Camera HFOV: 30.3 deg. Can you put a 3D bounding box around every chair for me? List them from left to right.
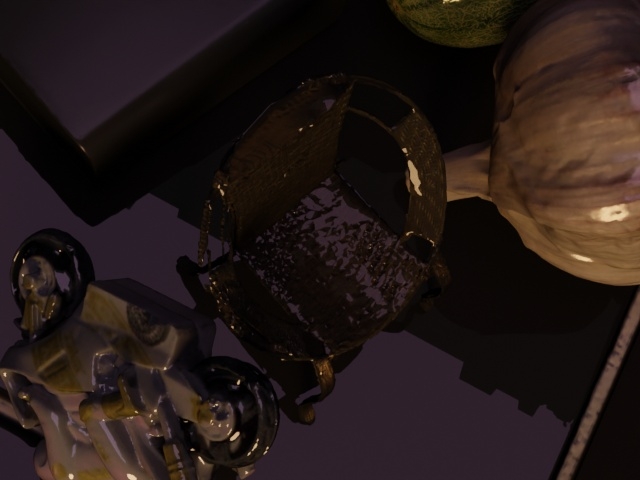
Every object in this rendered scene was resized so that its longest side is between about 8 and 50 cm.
[{"bbox_3d":[0.000,0.000,0.737,0.174,0.213,0.149,-40,80,-17],"label":"chair"}]

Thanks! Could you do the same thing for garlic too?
[{"bbox_3d":[0.156,-0.063,0.803,0.212,0.218,0.218,-13,75,17],"label":"garlic"}]

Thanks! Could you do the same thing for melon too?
[{"bbox_3d":[0.129,-0.218,0.851,0.192,0.139,0.139,-37,83,-13],"label":"melon"}]

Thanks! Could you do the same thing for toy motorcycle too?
[{"bbox_3d":[-0.128,0.099,0.732,0.225,0.073,0.152,32,108,27],"label":"toy motorcycle"}]

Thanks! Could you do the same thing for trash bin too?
[{"bbox_3d":[-0.116,-0.167,0.818,0.225,0.115,0.165,-40,85,-13],"label":"trash bin"}]
